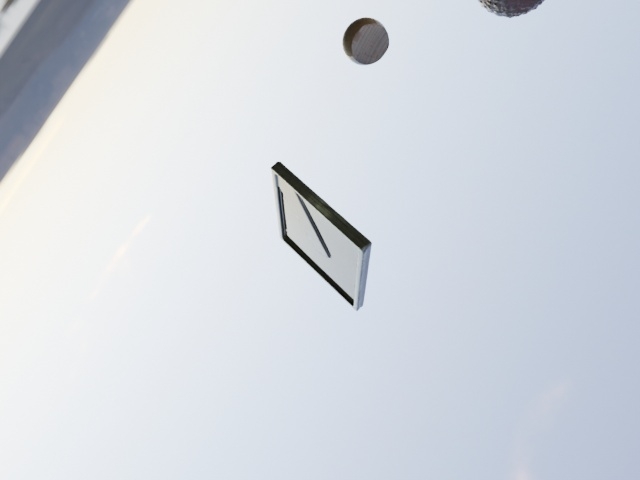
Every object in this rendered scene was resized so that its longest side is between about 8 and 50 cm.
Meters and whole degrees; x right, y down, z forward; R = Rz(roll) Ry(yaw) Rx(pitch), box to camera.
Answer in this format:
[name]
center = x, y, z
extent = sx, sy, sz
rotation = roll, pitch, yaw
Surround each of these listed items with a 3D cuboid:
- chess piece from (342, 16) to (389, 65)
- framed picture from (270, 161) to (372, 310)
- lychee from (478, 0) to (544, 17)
[chess piece]
center = 0.079, -0.347, 1.657
extent = 0.083, 0.084, 0.038
rotation = -52, -141, 9
[framed picture]
center = 0.000, 0.000, 1.152
extent = 0.015, 0.150, 0.203
rotation = -43, 162, -16
[lychee]
center = 0.253, -0.351, 1.249
extent = 0.114, 0.114, 0.146
rotation = -46, -155, 22
